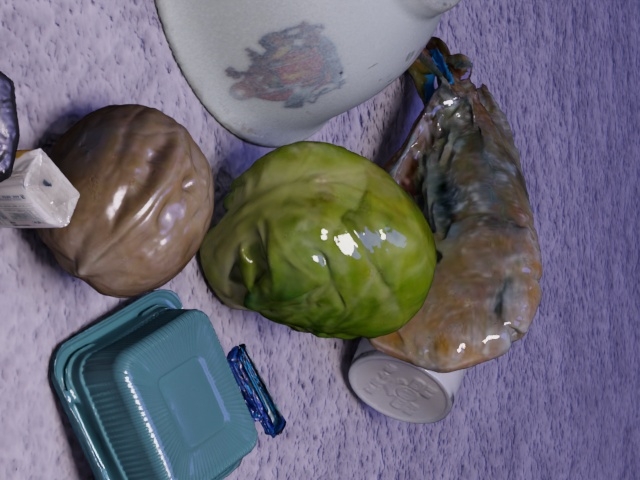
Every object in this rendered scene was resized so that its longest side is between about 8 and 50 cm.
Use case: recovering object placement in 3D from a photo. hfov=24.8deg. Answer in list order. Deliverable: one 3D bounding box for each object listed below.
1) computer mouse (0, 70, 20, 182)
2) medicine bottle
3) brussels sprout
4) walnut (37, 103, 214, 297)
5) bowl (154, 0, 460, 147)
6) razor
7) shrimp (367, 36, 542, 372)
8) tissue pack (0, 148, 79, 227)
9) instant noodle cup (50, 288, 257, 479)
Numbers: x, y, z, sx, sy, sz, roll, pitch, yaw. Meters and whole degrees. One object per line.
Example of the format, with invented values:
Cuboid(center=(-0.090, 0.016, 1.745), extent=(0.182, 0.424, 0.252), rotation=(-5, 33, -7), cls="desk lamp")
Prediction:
Cuboid(center=(-0.279, -0.103, 1.005), extent=(0.172, 0.057, 0.099), rotation=(48, 63, -23), cls="computer mouse")
Cuboid(center=(0.130, 0.072, 1.661), extent=(0.143, 0.143, 0.258), rotation=(62, 40, -41), cls="medicine bottle")
Cuboid(center=(0.004, 0.007, 1.357), extent=(0.223, 0.223, 0.161), rotation=(50, 54, -50), cls="brussels sprout")
Cuboid(center=(-0.154, -0.034, 1.159), extent=(0.162, 0.140, 0.140), rotation=(-61, 142, -26), cls="walnut")
Cuboid(center=(0.030, -0.308, 1.410), extent=(0.435, 0.196, 0.434), rotation=(-3, 94, -60), cls="bowl")
Cuboid(center=(-0.144, 0.219, 1.274), extent=(0.324, 0.056, 0.093), rotation=(-46, 115, -46), cls="razor")
Cuboid(center=(0.126, -0.048, 1.612), extent=(0.110, 0.221, 0.445), rotation=(75, 13, -54), cls="shrimp")
Cuboid(center=(-0.229, -0.038, 1.074), extent=(0.062, 0.083, 0.042), rotation=(55, 45, -47), cls="tissue pack")
Cuboid(center=(-0.128, 0.141, 1.225), extent=(0.157, 0.070, 0.179), rotation=(-32, 104, -47), cls="instant noodle cup")
